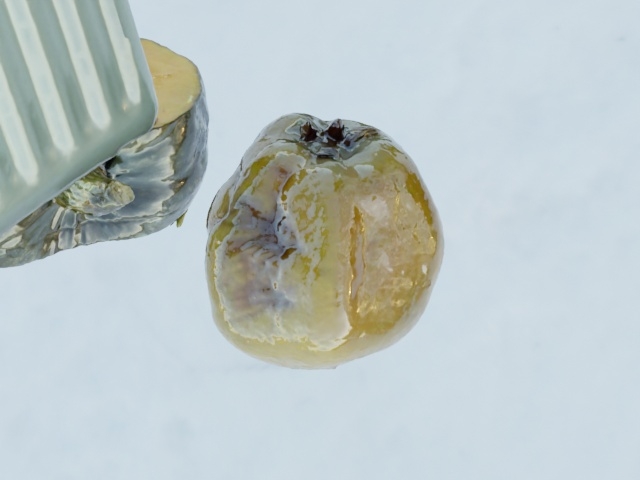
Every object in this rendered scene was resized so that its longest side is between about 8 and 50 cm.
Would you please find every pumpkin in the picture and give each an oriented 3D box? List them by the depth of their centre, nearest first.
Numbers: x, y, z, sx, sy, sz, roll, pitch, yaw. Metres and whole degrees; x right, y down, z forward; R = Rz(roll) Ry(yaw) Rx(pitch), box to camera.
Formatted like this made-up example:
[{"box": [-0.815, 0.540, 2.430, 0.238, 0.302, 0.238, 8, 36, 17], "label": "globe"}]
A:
[{"box": [-0.249, -0.078, 1.612, 0.317, 0.222, 0.139, -11, 133, -29], "label": "pumpkin"}]

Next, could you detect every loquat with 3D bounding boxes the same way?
[{"box": [0.000, 0.000, 0.901, 0.137, 0.113, 0.137, -4, 110, -11], "label": "loquat"}]

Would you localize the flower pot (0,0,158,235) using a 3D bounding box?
[{"box": [-0.206, -0.134, 0.825, 0.239, 0.209, 0.190, 7, 137, 17], "label": "flower pot"}]
